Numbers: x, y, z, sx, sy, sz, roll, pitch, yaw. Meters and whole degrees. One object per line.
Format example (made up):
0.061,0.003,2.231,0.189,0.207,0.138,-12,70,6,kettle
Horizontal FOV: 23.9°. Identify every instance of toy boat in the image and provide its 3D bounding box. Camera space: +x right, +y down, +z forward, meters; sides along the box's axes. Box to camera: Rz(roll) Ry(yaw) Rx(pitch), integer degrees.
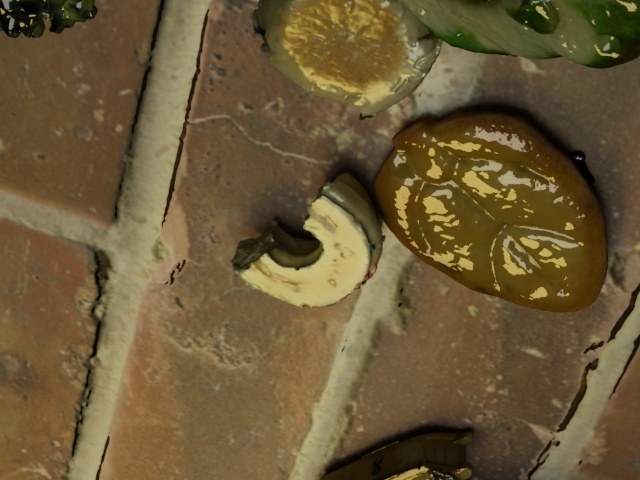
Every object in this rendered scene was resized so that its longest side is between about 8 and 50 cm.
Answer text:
0.082,0.275,1.675,0.226,0.068,0.088,-29,126,32,toy boat

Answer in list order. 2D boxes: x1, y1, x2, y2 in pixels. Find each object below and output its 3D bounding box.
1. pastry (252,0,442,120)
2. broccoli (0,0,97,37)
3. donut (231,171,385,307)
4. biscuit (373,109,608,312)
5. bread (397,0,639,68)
0.026,-0.189,1.278,0.166,0.088,0.166,8,132,9,pastry
-0.246,-0.330,1.154,0.281,0.348,0.293,-32,164,1,broccoli
0.001,0.004,1.465,0.108,0.065,0.166,38,128,-17,donut
0.169,-0.020,1.416,0.203,0.041,0.260,-33,114,34,biscuit
0.098,-0.280,1.045,0.382,0.129,0.366,40,164,1,bread
